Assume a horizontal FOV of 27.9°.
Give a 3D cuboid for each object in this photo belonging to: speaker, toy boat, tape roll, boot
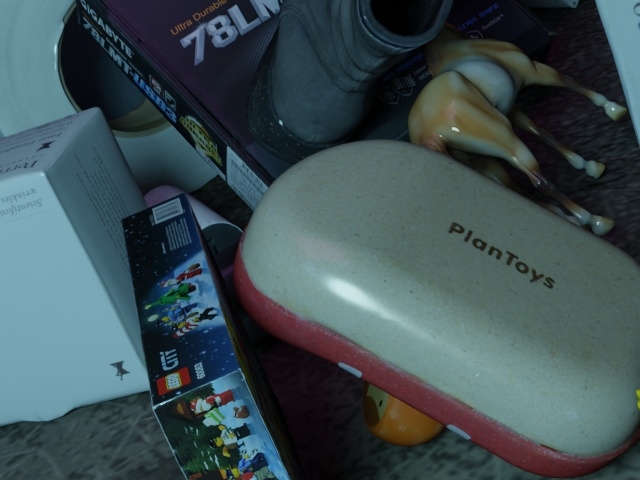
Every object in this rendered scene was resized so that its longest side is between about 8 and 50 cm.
[{"bbox_3d":[-0.106,-0.004,1.051,0.055,0.055,0.136,-30,25,-15],"label":"speaker"},{"bbox_3d":[0.059,0.053,0.696,0.231,0.151,0.151,29,41,6],"label":"toy boat"},{"bbox_3d":[-0.191,-0.175,1.195,0.286,0.286,0.100,-34,26,-22],"label":"tape roll"},{"bbox_3d":[0.043,-0.236,0.954,0.223,0.118,0.338,134,143,-56],"label":"boot"}]

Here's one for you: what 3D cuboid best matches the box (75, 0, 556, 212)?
[{"bbox_3d":[-0.007,-0.181,1.098,0.295,0.073,0.293,-34,70,-22],"label":"box"}]

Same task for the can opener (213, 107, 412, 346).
[{"bbox_3d":[0.000,0.000,0.928,0.280,0.074,0.093,-33,28,-17],"label":"can opener"}]

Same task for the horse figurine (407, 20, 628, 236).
[{"bbox_3d":[0.121,-0.077,0.882,0.066,0.174,0.263,-57,4,37],"label":"horse figurine"}]

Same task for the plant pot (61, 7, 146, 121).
[{"bbox_3d":[-0.307,-0.210,1.443,0.247,0.248,0.252,-1,15,40],"label":"plant pot"}]

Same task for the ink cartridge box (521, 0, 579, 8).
[{"bbox_3d":[0.161,-0.351,1.337,0.272,0.114,0.198,13,83,52],"label":"ink cartridge box"}]

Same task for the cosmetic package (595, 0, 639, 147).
[{"bbox_3d":[0.407,-0.237,0.866,0.453,0.230,0.161,-16,26,18],"label":"cosmetic package"}]

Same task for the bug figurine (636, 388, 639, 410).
[{"bbox_3d":[0.242,0.105,0.504,0.216,0.072,0.279,-25,28,12],"label":"bug figurine"}]

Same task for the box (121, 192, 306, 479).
[{"bbox_3d":[-0.049,0.088,0.687,0.044,0.159,0.233,-22,24,-3],"label":"box"}]

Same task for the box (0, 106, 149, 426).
[{"bbox_3d":[-0.216,0.025,0.934,0.180,0.182,0.119,-15,25,17],"label":"box"}]
